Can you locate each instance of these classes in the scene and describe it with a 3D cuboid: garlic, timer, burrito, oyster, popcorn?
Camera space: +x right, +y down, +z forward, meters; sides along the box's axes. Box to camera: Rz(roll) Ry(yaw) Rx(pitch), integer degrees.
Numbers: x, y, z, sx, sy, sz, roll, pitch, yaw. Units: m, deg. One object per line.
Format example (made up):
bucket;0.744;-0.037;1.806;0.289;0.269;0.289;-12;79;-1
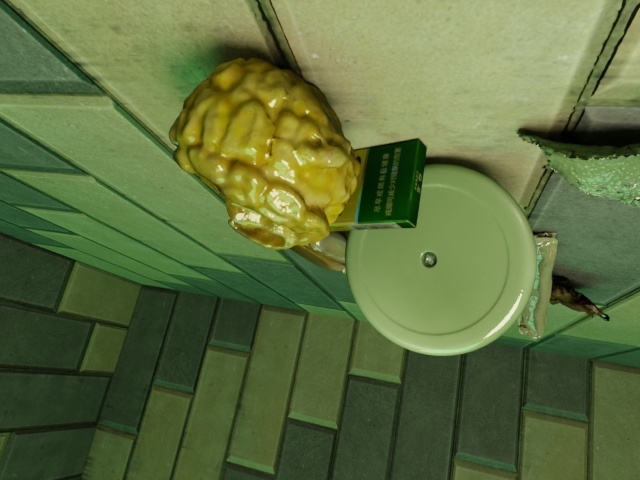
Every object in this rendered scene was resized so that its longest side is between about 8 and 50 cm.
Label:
garlic;0.000;0.000;1.069;0.217;0.110;0.228;12;162;42
timer;0.238;0.027;0.788;0.291;0.290;0.315;2;-178;30
burrito;0.459;0.098;0.944;0.082;0.059;0.275;3;124;29
oyster;0.541;0.123;1.126;0.361;0.096;0.221;16;168;-16
popcorn;-0.054;-0.102;0.557;0.190;0.250;0.250;-42;137;22

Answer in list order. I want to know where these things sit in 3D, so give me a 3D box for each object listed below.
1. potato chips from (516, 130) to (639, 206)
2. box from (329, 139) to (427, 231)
potato chips;0.374;-0.094;0.566;0.228;0.059;0.167;17;170;-36
box;0.049;-0.080;0.702;0.235;0.132;0.034;-2;161;38
